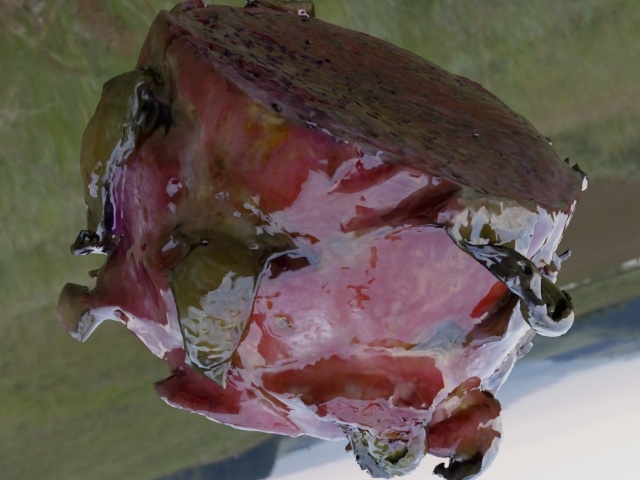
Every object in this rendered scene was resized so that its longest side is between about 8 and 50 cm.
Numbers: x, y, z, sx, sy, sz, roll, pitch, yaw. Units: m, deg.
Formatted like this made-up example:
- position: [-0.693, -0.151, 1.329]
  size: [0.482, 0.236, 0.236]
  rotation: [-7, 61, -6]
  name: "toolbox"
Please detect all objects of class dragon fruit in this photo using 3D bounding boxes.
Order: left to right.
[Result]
- position: [0.000, 0.000, 0.463]
  size: [0.211, 0.282, 0.147]
  rotation: [11, 116, -27]
  name: "dragon fruit"
